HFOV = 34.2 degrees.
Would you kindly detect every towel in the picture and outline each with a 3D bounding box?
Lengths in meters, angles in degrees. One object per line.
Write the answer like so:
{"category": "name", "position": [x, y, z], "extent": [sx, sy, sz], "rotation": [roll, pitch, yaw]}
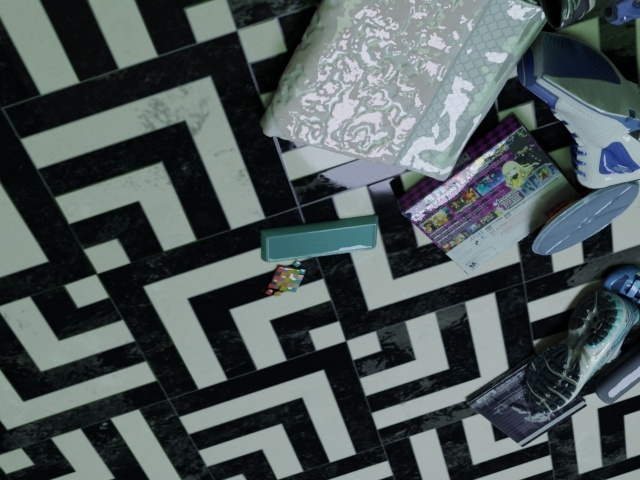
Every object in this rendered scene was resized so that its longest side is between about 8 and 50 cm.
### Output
{"category": "towel", "position": [0.119, -0.246, 1.460], "extent": [0.317, 0.053, 0.332], "rotation": [14, 125, -26]}

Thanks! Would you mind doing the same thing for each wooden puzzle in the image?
{"category": "wooden puzzle", "position": [-0.056, 0.064, 1.716], "extent": [0.049, 0.006, 0.083], "rotation": [10, 127, -23]}

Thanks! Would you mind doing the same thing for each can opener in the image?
{"category": "can opener", "position": [0.623, 0.193, 1.995], "extent": [0.095, 0.076, 0.283], "rotation": [42, 115, -4]}

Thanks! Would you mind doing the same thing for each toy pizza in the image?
{"category": "toy pizza", "position": [0.429, -0.044, 1.702], "extent": [0.201, 0.032, 0.201], "rotation": [-25, 158, -11]}

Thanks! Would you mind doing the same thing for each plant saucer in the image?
{"category": "plant saucer", "position": [0.000, 0.000, 1.668], "extent": [0.192, 0.018, 0.067], "rotation": [-7, 132, -9]}

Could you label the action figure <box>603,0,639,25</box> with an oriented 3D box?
{"category": "action figure", "position": [0.492, -0.433, 1.321], "extent": [0.341, 0.179, 0.330], "rotation": [-16, 144, 33]}

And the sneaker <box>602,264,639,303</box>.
{"category": "sneaker", "position": [0.579, 0.084, 1.877], "extent": [0.144, 0.059, 0.053], "rotation": [6, 131, -19]}

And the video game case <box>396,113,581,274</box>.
{"category": "video game case", "position": [0.273, -0.067, 1.667], "extent": [0.232, 0.042, 0.210], "rotation": [-37, 131, 17]}

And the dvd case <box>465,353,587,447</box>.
{"category": "dvd case", "position": [0.413, 0.322, 2.069], "extent": [0.164, 0.018, 0.221], "rotation": [-37, 129, 16]}

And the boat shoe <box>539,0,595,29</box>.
{"category": "boat shoe", "position": [0.299, -0.369, 1.365], "extent": [0.065, 0.075, 0.206], "rotation": [-42, 125, -12]}

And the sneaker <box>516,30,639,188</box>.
{"category": "sneaker", "position": [0.410, -0.164, 1.550], "extent": [0.315, 0.127, 0.182], "rotation": [23, 142, -16]}

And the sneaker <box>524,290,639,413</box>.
{"category": "sneaker", "position": [0.496, 0.219, 1.936], "extent": [0.122, 0.110, 0.283], "rotation": [7, 127, -39]}
